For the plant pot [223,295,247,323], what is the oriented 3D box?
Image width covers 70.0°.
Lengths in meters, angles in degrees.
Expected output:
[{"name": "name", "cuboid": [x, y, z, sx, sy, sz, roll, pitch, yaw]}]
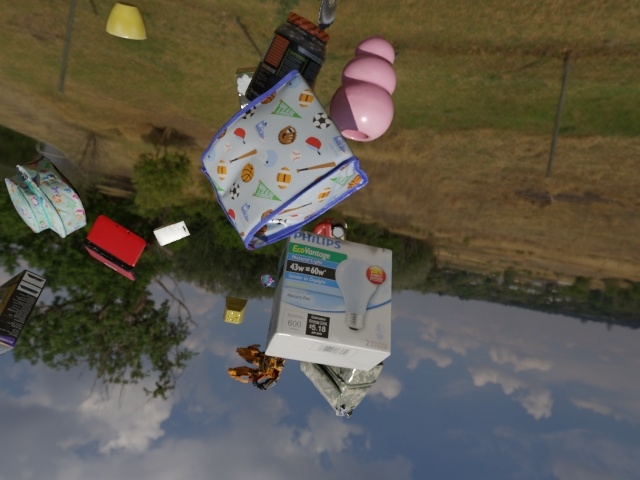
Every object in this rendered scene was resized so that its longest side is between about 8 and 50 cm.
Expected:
[{"name": "plant pot", "cuboid": [-0.322, 0.268, 1.705, 0.081, 0.081, 0.083, 11, -164, -8]}]

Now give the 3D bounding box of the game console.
[{"name": "game console", "cuboid": [-0.527, 0.021, 1.190, 0.143, 0.085, 0.124, 31, 155, 2]}]

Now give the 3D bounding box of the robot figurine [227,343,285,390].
[{"name": "robot figurine", "cuboid": [-0.278, 0.553, 2.034, 0.290, 0.211, 0.085, -11, 139, 39]}]

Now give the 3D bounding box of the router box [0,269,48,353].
[{"name": "router box", "cuboid": [-1.047, 0.253, 1.502, 0.308, 0.243, 0.081, -22, 136, 34]}]

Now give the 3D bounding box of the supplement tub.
[{"name": "supplement tub", "cuboid": [-0.115, -0.620, 1.652, 0.207, 0.338, 0.207, 28, -163, -9]}]

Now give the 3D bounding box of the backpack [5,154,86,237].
[{"name": "backpack", "cuboid": [-0.934, -0.135, 1.575, 0.253, 0.191, 0.225, 39, 142, 10]}]

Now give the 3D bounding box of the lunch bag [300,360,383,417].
[{"name": "lunch bag", "cuboid": [0.069, 0.514, 1.835, 0.212, 0.256, 0.305, 5, -154, -45]}]

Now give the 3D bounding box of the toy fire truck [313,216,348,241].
[{"name": "toy fire truck", "cuboid": [0.000, 0.000, 2.052, 0.246, 0.217, 0.158, 2, -158, 11]}]

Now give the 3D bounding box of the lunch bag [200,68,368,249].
[{"name": "lunch bag", "cuboid": [-0.116, -0.202, 1.266, 0.385, 0.328, 0.239, -34, 161, 6]}]

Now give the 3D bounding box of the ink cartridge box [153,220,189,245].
[{"name": "ink cartridge box", "cuboid": [-0.552, -0.031, 1.702, 0.114, 0.063, 0.029, -21, -155, -4]}]

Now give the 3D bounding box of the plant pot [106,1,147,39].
[{"name": "plant pot", "cuboid": [-0.659, -0.756, 1.562, 0.134, 0.095, 0.134, 12, -149, -7]}]

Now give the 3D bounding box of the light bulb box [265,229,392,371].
[{"name": "light bulb box", "cuboid": [0.030, 0.194, 1.476, 0.357, 0.362, 0.225, 12, 149, -10]}]

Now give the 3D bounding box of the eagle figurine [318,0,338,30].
[{"name": "eagle figurine", "cuboid": [0.071, -0.848, 1.448, 0.298, 0.225, 0.226, -23, -166, 27]}]

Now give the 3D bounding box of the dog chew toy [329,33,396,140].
[{"name": "dog chew toy", "cuboid": [0.150, -0.496, 1.468, 0.206, 0.332, 0.206, 13, 176, 1]}]

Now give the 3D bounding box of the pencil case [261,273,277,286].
[{"name": "pencil case", "cuboid": [-0.220, 0.203, 2.251, 0.070, 0.065, 0.151, 8, 176, 39]}]

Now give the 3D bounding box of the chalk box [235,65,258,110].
[{"name": "chalk box", "cuboid": [-0.247, -0.729, 2.175, 0.288, 0.181, 0.179, -6, -151, -5]}]
